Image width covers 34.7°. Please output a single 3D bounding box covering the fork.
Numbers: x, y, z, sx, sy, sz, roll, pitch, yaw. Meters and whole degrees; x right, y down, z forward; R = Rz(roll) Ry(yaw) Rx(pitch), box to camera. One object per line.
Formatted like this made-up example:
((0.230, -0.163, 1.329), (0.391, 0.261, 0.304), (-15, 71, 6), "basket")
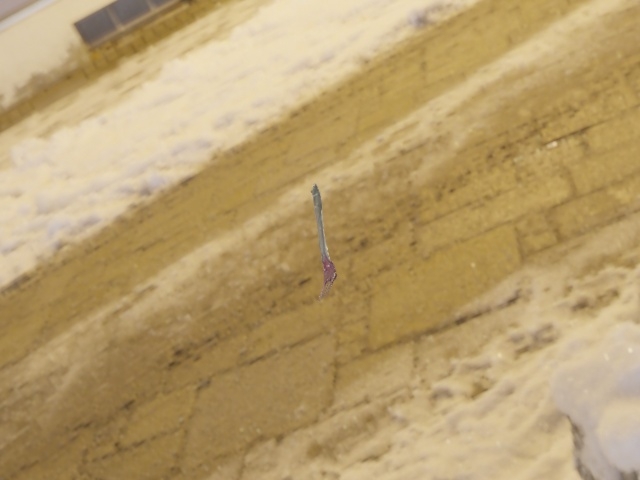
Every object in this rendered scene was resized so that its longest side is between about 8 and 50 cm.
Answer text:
((0.001, 0.000, 0.785), (0.016, 0.012, 0.115), (-37, 40, 31), "fork")
